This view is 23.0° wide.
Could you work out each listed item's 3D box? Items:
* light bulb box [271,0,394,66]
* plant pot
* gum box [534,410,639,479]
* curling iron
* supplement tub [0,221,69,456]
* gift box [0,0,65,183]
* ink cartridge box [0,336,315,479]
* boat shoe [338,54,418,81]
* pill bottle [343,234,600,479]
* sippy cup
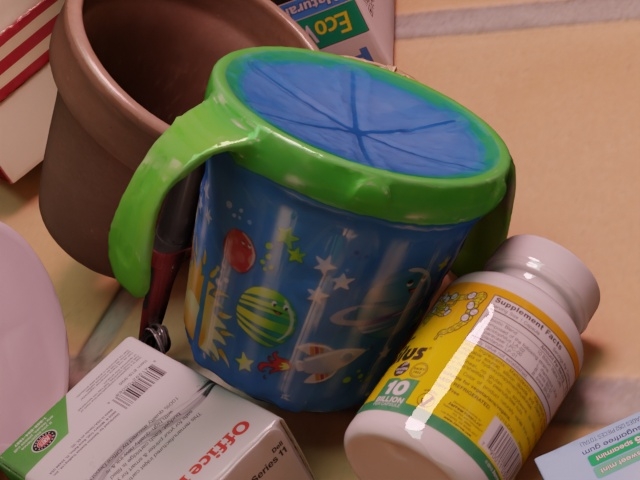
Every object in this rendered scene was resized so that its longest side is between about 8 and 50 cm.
[{"bbox_3d":[-0.088,-0.373,1.643,0.225,0.361,0.358,-17,37,17],"label":"light bulb box"},{"bbox_3d":[-0.146,-0.091,1.418,0.229,0.263,0.263,-54,17,38],"label":"plant pot"},{"bbox_3d":[0.241,0.180,1.010,0.157,0.041,0.184,-25,35,3],"label":"gum box"},{"bbox_3d":[-0.116,0.013,1.296,0.035,0.274,0.068,-10,41,-35],"label":"curling iron"},{"bbox_3d":[-0.410,0.111,1.351,0.331,0.241,0.241,-12,38,20],"label":"supplement tub"},{"bbox_3d":[-0.316,-0.225,1.708,0.258,0.255,0.276,-41,32,-16],"label":"gift box"},{"bbox_3d":[-0.126,0.179,1.210,0.153,0.087,0.208,-43,37,-21],"label":"ink cartridge box"},{"bbox_3d":[0.060,-0.140,1.514,0.063,0.059,0.170,-44,38,-22],"label":"boat shoe"},{"bbox_3d":[0.116,0.097,1.130,0.117,0.117,0.208,9,50,40],"label":"pill bottle"},{"bbox_3d":[0.000,0.000,1.200,0.305,0.224,0.240,16,24,-5],"label":"sippy cup"}]
